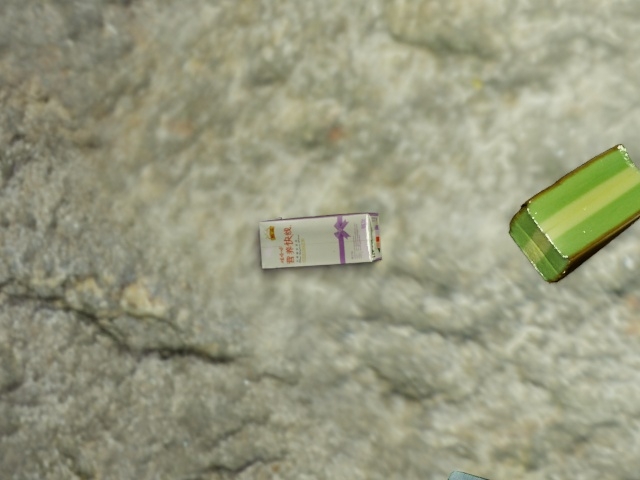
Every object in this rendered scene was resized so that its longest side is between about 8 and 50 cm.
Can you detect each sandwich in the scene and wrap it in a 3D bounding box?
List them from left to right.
[{"bbox_3d":[0.245,-0.025,1.639,0.116,0.074,0.074,-32,77,-15],"label":"sandwich"}]

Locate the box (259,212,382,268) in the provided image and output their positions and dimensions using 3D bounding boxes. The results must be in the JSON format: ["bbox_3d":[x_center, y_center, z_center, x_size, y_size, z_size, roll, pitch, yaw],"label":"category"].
[{"bbox_3d":[0.000,0.000,1.718,0.117,0.036,0.050,-2,90,22],"label":"box"}]

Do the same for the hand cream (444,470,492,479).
[{"bbox_3d":[0.126,0.321,1.567,0.083,0.048,0.224,14,93,24],"label":"hand cream"}]
